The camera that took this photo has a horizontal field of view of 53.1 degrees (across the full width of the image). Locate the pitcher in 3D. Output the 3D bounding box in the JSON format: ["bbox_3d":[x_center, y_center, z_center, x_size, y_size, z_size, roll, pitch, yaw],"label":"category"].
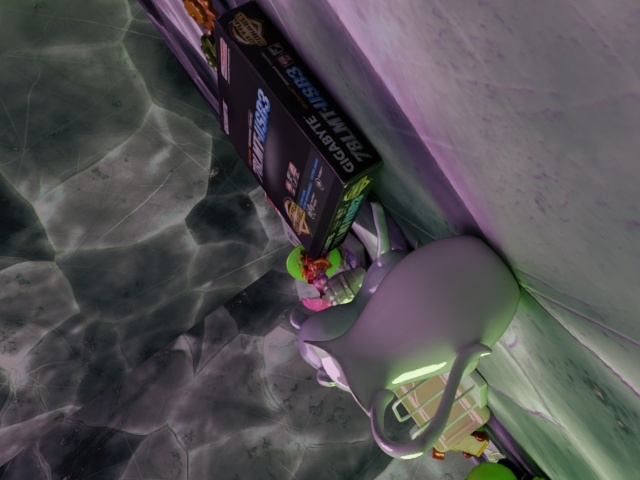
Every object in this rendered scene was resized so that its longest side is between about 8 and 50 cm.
[{"bbox_3d":[0.109,0.101,0.640,0.178,0.207,0.125,49,174,46],"label":"pitcher"}]

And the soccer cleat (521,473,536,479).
[{"bbox_3d":[0.489,0.576,1.379,0.072,0.060,0.179,-6,120,59],"label":"soccer cleat"}]

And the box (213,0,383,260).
[{"bbox_3d":[-0.049,-0.145,0.949,0.293,0.073,0.295,52,161,12],"label":"box"}]

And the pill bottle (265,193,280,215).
[{"bbox_3d":[-0.134,-0.147,2.160,0.152,0.086,0.086,50,174,38],"label":"pill bottle"}]

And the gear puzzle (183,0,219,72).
[{"bbox_3d":[-0.144,-0.284,1.107,0.175,0.044,0.339,22,149,49],"label":"gear puzzle"}]

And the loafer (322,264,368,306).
[{"bbox_3d":[0.115,0.118,1.426,0.112,0.111,0.319,60,-165,18],"label":"loafer"}]

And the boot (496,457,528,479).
[{"bbox_3d":[0.469,0.583,1.551,0.161,0.083,0.246,60,167,-16],"label":"boot"}]

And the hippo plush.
[{"bbox_3d":[0.095,0.152,1.006,0.234,0.236,0.294,51,175,39],"label":"hippo plush"}]

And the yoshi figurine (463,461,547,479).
[{"bbox_3d":[0.403,0.573,1.251,0.362,0.203,0.203,40,126,47],"label":"yoshi figurine"}]

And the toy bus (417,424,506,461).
[{"bbox_3d":[0.347,0.467,1.619,0.202,0.191,0.104,54,-145,-28],"label":"toy bus"}]

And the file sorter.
[{"bbox_3d":[0.183,0.253,1.310,0.277,0.173,0.193,52,175,28],"label":"file sorter"}]

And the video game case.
[{"bbox_3d":[0.000,0.000,1.643,0.329,0.036,0.300,44,162,28],"label":"video game case"}]

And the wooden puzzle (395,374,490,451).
[{"bbox_3d":[0.271,0.358,1.483,0.221,0.044,0.238,53,146,20],"label":"wooden puzzle"}]

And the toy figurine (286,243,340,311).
[{"bbox_3d":[0.000,0.082,1.444,0.159,0.130,0.173,-104,20,-48],"label":"toy figurine"}]
